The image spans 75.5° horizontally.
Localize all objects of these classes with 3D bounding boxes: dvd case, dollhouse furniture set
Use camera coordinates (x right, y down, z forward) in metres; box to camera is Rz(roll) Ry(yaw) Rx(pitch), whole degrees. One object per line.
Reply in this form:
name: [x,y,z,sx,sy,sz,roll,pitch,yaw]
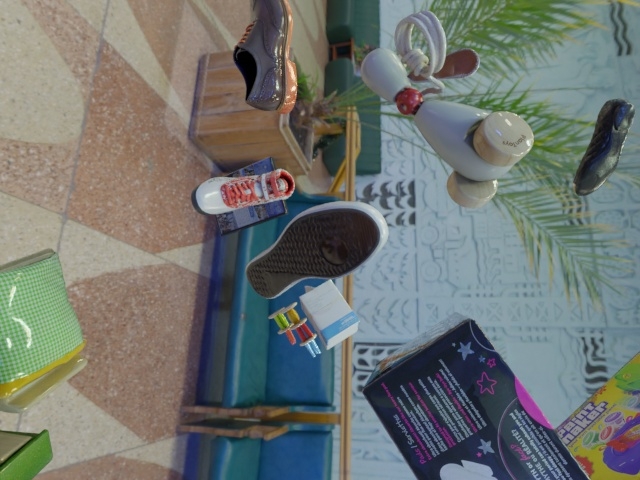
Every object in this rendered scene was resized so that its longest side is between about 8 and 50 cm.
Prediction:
dvd case: [-0.230,-0.131,1.282,0.022,0.253,0.180,-10,84,-67]
dollhouse furniture set: [-0.375,0.143,0.519,0.301,0.151,0.198,-56,145,-71]

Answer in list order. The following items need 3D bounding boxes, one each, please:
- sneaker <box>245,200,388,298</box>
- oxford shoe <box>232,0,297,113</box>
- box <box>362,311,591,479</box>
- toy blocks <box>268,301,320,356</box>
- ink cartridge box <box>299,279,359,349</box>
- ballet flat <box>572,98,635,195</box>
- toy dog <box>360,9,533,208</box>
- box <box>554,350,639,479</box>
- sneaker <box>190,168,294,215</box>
sneaker: [0.000,0.000,0.637,0.123,0.290,0.106,-35,98,-44]
oxford shoe: [-0.111,-0.374,0.770,0.097,0.098,0.271,-23,-106,57]
box: [0.176,0.224,0.464,0.247,0.142,0.163,57,7,13]
toy blocks: [-0.066,0.249,1.117,0.054,0.123,0.148,-31,89,-39]
ink cartridge box: [0.016,0.171,0.998,0.143,0.090,0.092,56,-15,24]
ballet flat: [0.497,-0.161,0.732,0.049,0.057,0.173,-87,-171,-65]
toy dog: [0.234,-0.225,0.709,0.334,0.161,0.220,57,-23,-5]
box: [0.484,0.335,0.529,0.279,0.290,0.177,48,-2,1]
sneaker: [-0.180,-0.128,1.035,0.270,0.145,0.090,-18,96,-55]
